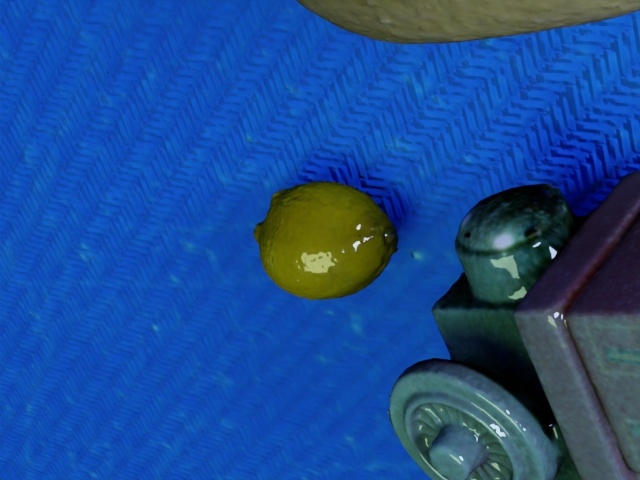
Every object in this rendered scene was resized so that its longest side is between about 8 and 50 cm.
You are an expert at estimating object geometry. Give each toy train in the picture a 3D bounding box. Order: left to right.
[{"bbox_3d":[0.172,0.109,0.639,0.221,0.150,0.304,0,125,43],"label":"toy train"}]

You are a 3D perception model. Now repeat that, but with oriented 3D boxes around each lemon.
[{"bbox_3d":[0.000,0.000,0.745,0.092,0.065,0.065,3,129,36],"label":"lemon"}]

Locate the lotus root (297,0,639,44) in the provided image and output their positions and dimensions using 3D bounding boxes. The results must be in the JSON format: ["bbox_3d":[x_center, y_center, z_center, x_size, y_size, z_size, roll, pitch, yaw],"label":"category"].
[{"bbox_3d":[0.072,-0.148,0.492,0.303,0.131,0.146,-10,121,43],"label":"lotus root"}]
